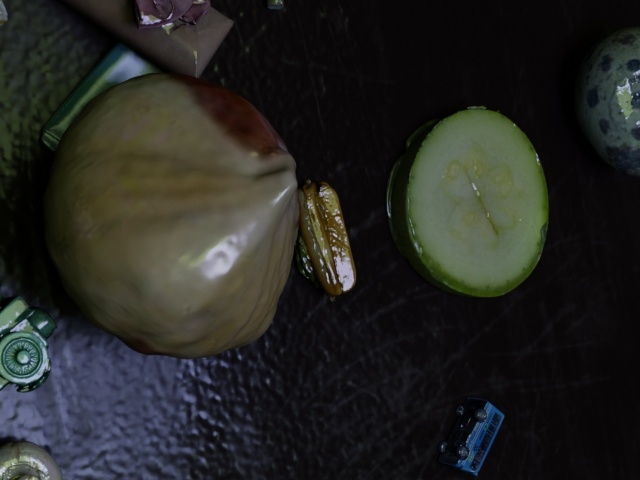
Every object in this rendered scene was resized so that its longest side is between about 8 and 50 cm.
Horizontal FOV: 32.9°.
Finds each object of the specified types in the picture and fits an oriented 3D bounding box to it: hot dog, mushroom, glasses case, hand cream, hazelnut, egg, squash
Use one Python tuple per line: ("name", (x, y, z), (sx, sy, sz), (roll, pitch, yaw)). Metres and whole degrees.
("hot dog", (0.000, 0.000, 1.141), (0.056, 0.041, 0.133), (-12, 88, -37))
("mushroom", (-0.268, 0.219, 0.959), (0.084, 0.067, 0.083), (6, 78, -27))
("glasses case", (-0.167, -0.239, 1.003), (0.194, 0.070, 0.102), (34, 78, -5))
("hand cream", (-0.176, -0.160, 1.051), (0.083, 0.048, 0.224), (40, 76, -21))
("hazelnut", (-0.116, -0.018, 0.947), (0.261, 0.241, 0.261), (32, 54, -58))
("egg", (0.376, -0.166, 1.300), (0.141, 0.141, 0.181), (1, 85, -29))
("squash", (0.178, -0.042, 1.239), (0.219, 0.041, 0.219), (1, 87, -29))

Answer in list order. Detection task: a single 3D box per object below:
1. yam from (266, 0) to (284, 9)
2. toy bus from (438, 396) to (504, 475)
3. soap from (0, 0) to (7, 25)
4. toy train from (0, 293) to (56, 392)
("yam", (-0.051, -0.301, 1.136), (0.021, 0.021, 0.116), (-4, 90, -29))
("toy bus", (0.170, 0.222, 1.222), (0.046, 0.038, 0.083), (37, 71, -26))
("soap", (-0.399, -0.202, 0.905), (0.232, 0.073, 0.140), (-28, 97, -27))
("toy train", (-0.327, 0.111, 0.925), (0.200, 0.083, 0.132), (-46, 106, -24))
